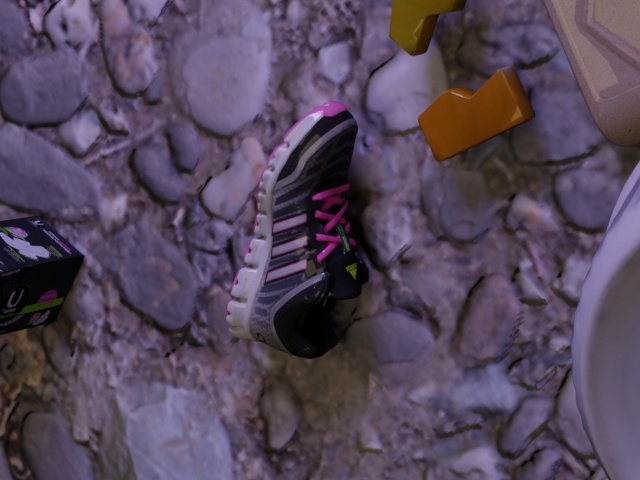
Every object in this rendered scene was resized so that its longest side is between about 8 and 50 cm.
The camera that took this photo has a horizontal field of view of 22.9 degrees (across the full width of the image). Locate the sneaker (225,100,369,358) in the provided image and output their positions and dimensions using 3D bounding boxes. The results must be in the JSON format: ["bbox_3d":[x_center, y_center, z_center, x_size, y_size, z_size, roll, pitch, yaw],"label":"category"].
[{"bbox_3d":[0.000,0.000,0.952,0.075,0.063,0.170,30,117,25],"label":"sneaker"}]

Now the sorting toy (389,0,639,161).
[{"bbox_3d":[0.163,-0.172,0.842,0.307,0.041,0.229,-25,88,32],"label":"sorting toy"}]

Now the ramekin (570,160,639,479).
[{"bbox_3d":[0.244,0.055,0.742,0.273,0.127,0.272,12,114,28],"label":"ramekin"}]

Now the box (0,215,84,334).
[{"bbox_3d":[-0.214,0.025,1.075,0.052,0.083,0.062,39,116,23],"label":"box"}]
